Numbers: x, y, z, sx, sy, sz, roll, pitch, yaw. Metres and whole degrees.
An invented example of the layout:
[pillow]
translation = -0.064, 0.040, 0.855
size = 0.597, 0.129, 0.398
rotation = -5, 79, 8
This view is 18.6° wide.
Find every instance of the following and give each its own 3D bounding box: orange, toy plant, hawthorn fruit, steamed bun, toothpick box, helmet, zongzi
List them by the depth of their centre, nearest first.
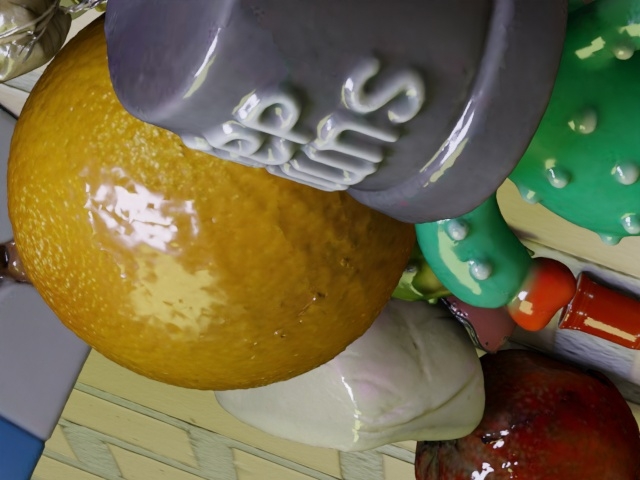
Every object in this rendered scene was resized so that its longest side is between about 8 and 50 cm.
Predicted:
[toy plant]
translation = 0.086, -0.084, 1.065
size = 0.400, 0.279, 0.185
rotation = 13, -156, -30
[zongzi]
translation = -0.229, -0.162, 1.096
size = 0.189, 0.081, 0.178
rotation = -15, 116, 39
[orange]
translation = -0.066, -0.031, 1.254
size = 0.274, 0.274, 0.274
rotation = 20, 160, 8
[toothpick box]
translation = 0.226, 0.060, 1.479
size = 0.083, 0.047, 0.047
rotation = 22, 160, 1
[helmet]
translation = 0.127, 0.044, 1.543
size = 0.084, 0.049, 0.065
rotation = 48, -166, 5
[steamed bun]
translation = 0.017, 0.083, 1.590
size = 0.170, 0.153, 0.238
rotation = -7, -172, -35
[hawthorn fruit]
translation = 0.196, 0.193, 1.663
size = 0.235, 0.181, 0.181
rotation = 26, 160, -20

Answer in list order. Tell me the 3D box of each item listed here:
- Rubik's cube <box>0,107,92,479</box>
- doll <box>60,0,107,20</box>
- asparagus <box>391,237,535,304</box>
[Rubik's cube]
translation = -0.424, 0.045, 1.700
size = 0.346, 0.347, 0.344
rotation = -3, 149, 48
[doll]
translation = -0.227, -0.190, 1.230
size = 0.296, 0.117, 0.141
rotation = -1, 147, 47
[asparagus]
translation = 0.000, -0.001, 1.523
size = 0.343, 0.085, 0.082
rotation = 14, 134, 28
